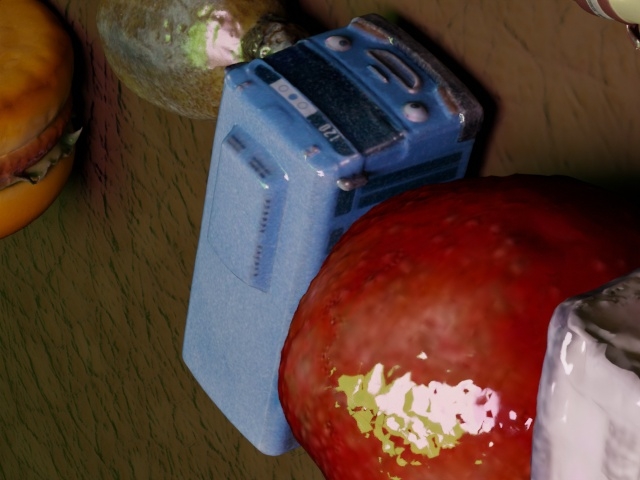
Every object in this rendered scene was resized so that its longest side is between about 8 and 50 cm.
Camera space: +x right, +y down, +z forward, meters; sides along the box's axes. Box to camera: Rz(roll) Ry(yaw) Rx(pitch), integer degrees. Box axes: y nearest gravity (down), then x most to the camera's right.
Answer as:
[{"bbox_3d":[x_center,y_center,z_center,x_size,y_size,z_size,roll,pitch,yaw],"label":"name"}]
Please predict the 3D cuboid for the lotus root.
[{"bbox_3d":[-0.071,-0.130,1.058,0.192,0.088,0.113,26,120,49],"label":"lotus root"}]

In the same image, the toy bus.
[{"bbox_3d":[0.000,0.000,0.970,0.116,0.133,0.234,46,141,35],"label":"toy bus"}]

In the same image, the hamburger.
[{"bbox_3d":[-0.304,-0.090,1.303,0.246,0.246,0.170,41,139,39],"label":"hamburger"}]

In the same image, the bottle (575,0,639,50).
[{"bbox_3d":[0.153,-0.119,0.765,0.101,0.047,0.063,19,85,57],"label":"bottle"}]

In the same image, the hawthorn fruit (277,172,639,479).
[{"bbox_3d":[0.111,0.071,0.781,0.266,0.210,0.230,-22,84,46],"label":"hawthorn fruit"}]

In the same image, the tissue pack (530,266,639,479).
[{"bbox_3d":[0.202,0.173,0.606,0.124,0.288,0.394,35,133,45],"label":"tissue pack"}]
